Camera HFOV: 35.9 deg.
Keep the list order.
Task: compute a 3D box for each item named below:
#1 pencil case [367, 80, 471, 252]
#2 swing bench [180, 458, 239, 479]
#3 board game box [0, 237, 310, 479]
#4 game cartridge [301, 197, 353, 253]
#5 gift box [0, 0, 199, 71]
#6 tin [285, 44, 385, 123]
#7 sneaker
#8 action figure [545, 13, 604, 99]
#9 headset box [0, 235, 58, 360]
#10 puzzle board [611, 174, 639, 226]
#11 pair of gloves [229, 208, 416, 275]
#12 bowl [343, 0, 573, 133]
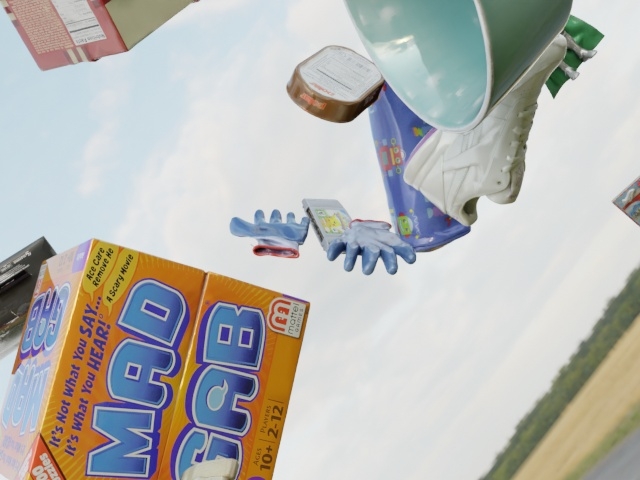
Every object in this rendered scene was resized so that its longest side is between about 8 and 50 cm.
[{"bbox_3d":[0.150,-0.135,1.521,0.133,0.306,0.119,-14,3,-38],"label":"pencil case"},{"bbox_3d":[-0.081,0.395,1.000,0.165,0.254,0.253,-24,40,44],"label":"swing bench"},{"bbox_3d":[-0.279,0.231,1.562,0.356,0.356,0.357,-14,61,63],"label":"board game box"},{"bbox_3d":[0.015,-0.018,1.192,0.056,0.083,0.017,3,-43,-37],"label":"game cartridge"},{"bbox_3d":[-0.341,-0.446,1.522,0.258,0.255,0.276,-49,-51,-41],"label":"gift box"},{"bbox_3d":[0.023,-0.221,1.371,0.190,0.106,0.040,-48,-16,-55],"label":"tin"},{"bbox_3d":[0.243,-0.144,1.310,0.114,0.152,0.305,-30,-17,-47],"label":"sneaker"},{"bbox_3d":[0.341,-0.357,1.604,0.137,0.232,0.063,-52,7,-6],"label":"action figure"},{"bbox_3d":[-0.592,0.122,1.898,0.218,0.110,0.293,-36,-6,-22],"label":"headset box"},{"bbox_3d":[0.602,-0.087,1.777,0.128,0.096,0.011,-45,28,20],"label":"puzzle board"},{"bbox_3d":[0.000,0.000,1.046,0.159,0.198,0.023,-91,6,-74],"label":"pair of gloves"},{"bbox_3d":[0.147,-0.287,1.031,0.163,0.312,0.311,-30,-23,-13],"label":"bowl"}]
